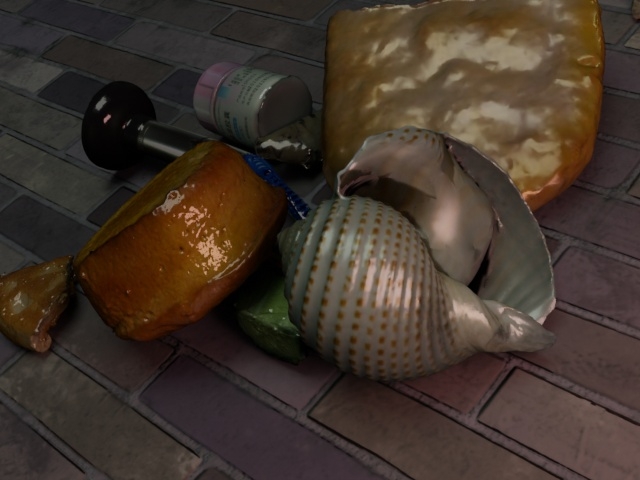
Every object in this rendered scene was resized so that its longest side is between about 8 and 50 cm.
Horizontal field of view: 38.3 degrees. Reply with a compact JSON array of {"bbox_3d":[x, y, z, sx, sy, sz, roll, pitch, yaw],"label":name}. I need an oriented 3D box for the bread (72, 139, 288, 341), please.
[{"bbox_3d":[-0.186,-0.003,1.252,0.312,0.172,0.312,-34,18,13],"label":"bread"}]

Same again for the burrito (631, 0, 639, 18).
[{"bbox_3d":[0.573,-0.469,1.556,0.082,0.059,0.275,-11,40,34],"label":"burrito"}]

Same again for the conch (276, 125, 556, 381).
[{"bbox_3d":[0.108,0.034,1.105,0.215,0.319,0.303,-24,41,58],"label":"conch"}]

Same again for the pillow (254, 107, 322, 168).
[{"bbox_3d":[0.012,-0.168,1.470,0.241,0.051,0.093,-26,60,-23],"label":"pillow"}]

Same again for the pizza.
[{"bbox_3d":[-0.427,0.084,1.402,0.182,0.062,0.161,16,61,41],"label":"pizza"}]

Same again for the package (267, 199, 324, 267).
[{"bbox_3d":[-0.001,0.001,1.225,0.121,0.031,0.108,-43,41,-19],"label":"package"}]

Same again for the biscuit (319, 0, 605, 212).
[{"bbox_3d":[0.205,-0.193,1.356,0.429,0.104,0.446,-7,58,16],"label":"biscuit"}]

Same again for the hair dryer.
[{"bbox_3d":[-0.288,-0.107,1.477,0.320,0.155,0.284,29,51,32],"label":"hair dryer"}]

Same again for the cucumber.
[{"bbox_3d":[-0.045,0.089,1.216,0.115,0.085,0.193,-5,38,17],"label":"cucumber"}]

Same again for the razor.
[{"bbox_3d":[-0.016,-0.033,1.336,0.093,0.056,0.324,-22,44,-34],"label":"razor"}]

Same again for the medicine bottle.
[{"bbox_3d":[-0.114,-0.223,1.531,0.168,0.135,0.135,24,59,39],"label":"medicine bottle"}]
